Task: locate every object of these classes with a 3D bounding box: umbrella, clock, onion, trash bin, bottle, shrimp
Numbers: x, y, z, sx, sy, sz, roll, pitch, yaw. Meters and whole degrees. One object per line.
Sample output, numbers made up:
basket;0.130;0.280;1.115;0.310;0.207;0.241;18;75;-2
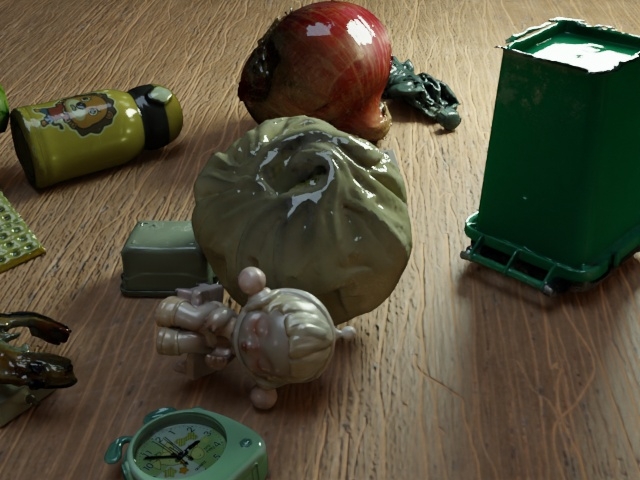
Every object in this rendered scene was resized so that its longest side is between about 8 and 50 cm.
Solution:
umbrella;0.224;-0.356;2.046;0.143;0.094;0.349;-19;36;-16
clock;-0.170;0.272;1.078;0.188;0.060;0.148;20;39;35
onion;-0.010;-0.363;1.881;0.353;0.353;0.353;-3;31;2
trash bin;0.382;-0.133;1.382;0.295;0.381;0.259;-29;39;-35
bottle;-0.462;-0.239;1.845;0.351;0.171;0.171;-21;35;-27
shrimp;-0.433;0.150;1.237;0.253;0.058;0.173;7;24;19

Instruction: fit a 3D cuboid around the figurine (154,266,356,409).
figurine;-0.084;0.136;1.187;0.256;0.182;0.144;7;-11;22

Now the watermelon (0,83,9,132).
watermelon;-0.811;-0.259;1.733;0.331;0.189;0.331;-4;69;11

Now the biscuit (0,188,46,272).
biscuit;-0.617;-0.037;1.573;0.139;0.016;0.231;-29;69;-34

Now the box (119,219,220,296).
box;-0.251;0.025;1.461;0.172;0.093;0.124;-1;32;5

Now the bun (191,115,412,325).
bun;-0.029;-0.043;1.324;0.359;0.211;0.360;-5;64;11

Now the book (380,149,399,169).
book;0.071;-0.151;1.796;0.181;0.014;0.127;-5;31;-1

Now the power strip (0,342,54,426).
power strip;-0.535;0.176;1.291;0.367;0.043;0.106;19;37;33
